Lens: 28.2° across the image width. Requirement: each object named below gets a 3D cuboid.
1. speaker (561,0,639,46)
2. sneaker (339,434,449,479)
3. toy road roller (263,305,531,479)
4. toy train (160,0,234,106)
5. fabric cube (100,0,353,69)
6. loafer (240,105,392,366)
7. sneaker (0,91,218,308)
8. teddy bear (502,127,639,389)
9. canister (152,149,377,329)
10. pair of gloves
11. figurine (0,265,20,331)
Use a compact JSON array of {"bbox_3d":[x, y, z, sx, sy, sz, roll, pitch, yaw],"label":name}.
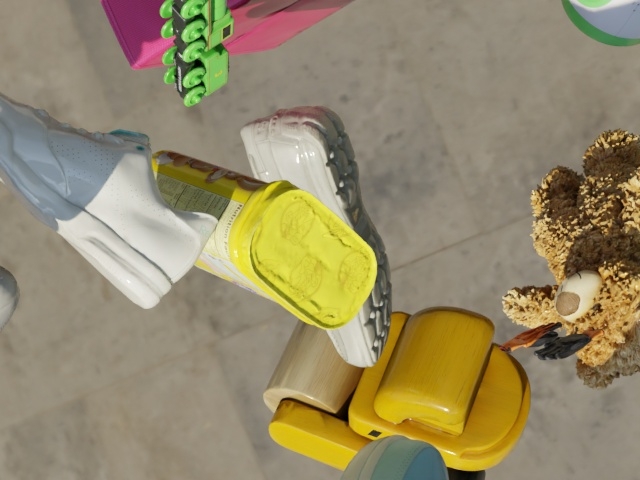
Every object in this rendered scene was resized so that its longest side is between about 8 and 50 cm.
[{"bbox_3d":[0.334,-0.315,1.203,0.131,0.131,0.296,53,151,16],"label":"speaker"},{"bbox_3d":[0.111,0.238,0.805,0.208,0.319,0.127,-20,126,23],"label":"sneaker"},{"bbox_3d":[0.100,0.173,1.593,0.329,0.202,0.240,18,150,12],"label":"toy road roller"},{"bbox_3d":[-0.040,-0.073,0.423,0.017,0.023,0.083,48,160,16],"label":"toy train"},{"bbox_3d":[-0.063,-0.339,1.201,0.258,0.259,0.254,-25,88,34],"label":"fabric cube"},{"bbox_3d":[0.000,0.000,1.400,0.111,0.112,0.319,-3,118,26],"label":"loafer"},{"bbox_3d":[-0.165,-0.052,0.886,0.212,0.094,0.080,42,166,5],"label":"sneaker"},{"bbox_3d":[0.312,0.005,1.472,0.245,0.338,0.113,-19,132,42],"label":"teddy bear"},{"bbox_3d":[-0.056,-0.005,0.957,0.170,0.126,0.073,21,75,48],"label":"canister"},{"bbox_3d":[0.221,0.097,1.217,0.083,0.074,0.010,10,119,59],"label":"pair of gloves"},{"bbox_3d":[-0.290,0.097,0.779,0.092,0.209,0.215,36,161,-25],"label":"figurine"}]
